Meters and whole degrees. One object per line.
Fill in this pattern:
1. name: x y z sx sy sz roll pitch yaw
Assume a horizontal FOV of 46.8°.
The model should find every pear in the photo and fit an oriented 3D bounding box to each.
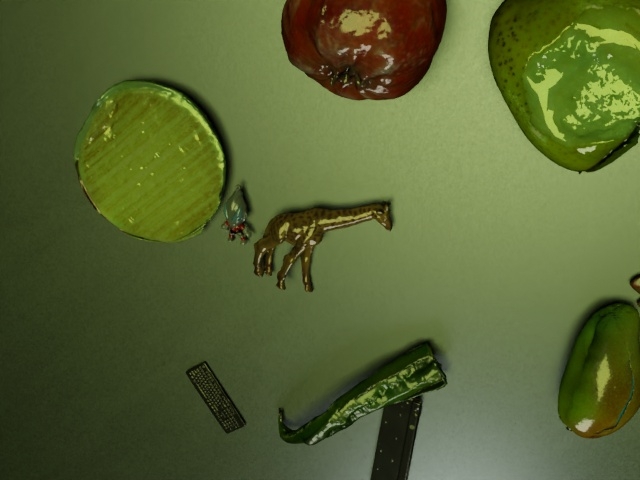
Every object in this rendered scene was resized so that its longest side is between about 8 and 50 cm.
1. pear: 0.364 -0.260 1.042 0.292 0.159 0.293 5 108 16

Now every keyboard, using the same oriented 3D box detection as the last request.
1. keyboard: 0.141 0.388 1.395 0.072 0.023 0.231 14 111 18
2. keyboard: -0.207 0.313 1.468 0.053 0.010 0.155 -29 99 21

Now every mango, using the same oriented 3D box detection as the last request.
1. mango: 0.465 0.215 1.204 0.125 0.111 0.233 17 100 -6

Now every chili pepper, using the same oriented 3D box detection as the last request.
1. chili pepper: 0.061 0.294 1.354 0.359 0.076 0.085 -28 82 20

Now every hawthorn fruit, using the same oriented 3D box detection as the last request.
1. hawthorn fruit: 0.071 -0.347 1.074 0.241 0.242 0.272 14 81 10

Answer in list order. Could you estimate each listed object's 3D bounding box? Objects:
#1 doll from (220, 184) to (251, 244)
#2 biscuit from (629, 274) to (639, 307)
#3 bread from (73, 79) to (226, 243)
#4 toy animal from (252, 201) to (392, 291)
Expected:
1. doll: -0.151 -0.046 1.315 0.057 0.039 0.114 38 134 47
2. biscuit: 0.561 0.097 1.183 0.119 0.019 0.130 -7 107 17
3. bread: -0.298 -0.136 1.321 0.301 0.045 0.302 6 112 14
4. toy animal: -0.006 -0.007 1.283 0.275 0.054 0.149 -40 97 22
